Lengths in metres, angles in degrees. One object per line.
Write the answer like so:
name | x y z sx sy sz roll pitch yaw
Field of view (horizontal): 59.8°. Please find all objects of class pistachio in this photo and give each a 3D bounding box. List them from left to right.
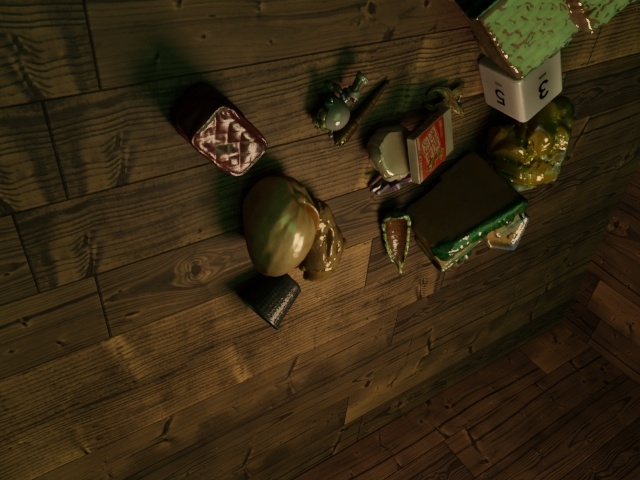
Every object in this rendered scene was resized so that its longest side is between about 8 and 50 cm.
pistachio | -0.120 -0.046 1.623 0.229 0.230 0.309 -14 136 -32

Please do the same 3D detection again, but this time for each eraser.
eraser | 0.353 -0.306 1.771 0.230 0.038 0.157 -43 134 -34

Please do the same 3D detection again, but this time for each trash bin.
trash bin | -0.155 0.182 1.835 0.161 0.175 0.175 -48 143 -14

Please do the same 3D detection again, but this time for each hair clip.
hair clip | 0.289 -0.244 1.869 0.090 0.137 0.278 40 90 -27

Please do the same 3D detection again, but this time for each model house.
model house | 0.562 -0.058 2.112 0.382 0.335 0.343 -36 140 4
model house | 0.565 -0.757 1.506 0.445 0.395 0.400 -38 128 20

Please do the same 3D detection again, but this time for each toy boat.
toy boat | 0.285 -0.009 2.079 0.108 0.099 0.293 -8 134 2

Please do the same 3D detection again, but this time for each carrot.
carrot | 0.124 -0.383 1.660 0.254 0.049 0.049 -49 141 -1

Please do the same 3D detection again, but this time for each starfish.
starfish | 0.428 -0.454 1.852 0.209 0.053 0.150 14 119 -49

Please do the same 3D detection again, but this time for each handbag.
handbag | -0.248 -0.268 1.365 0.146 0.135 0.225 -48 145 4

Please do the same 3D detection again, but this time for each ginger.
ginger | 0.000 0.000 1.822 0.189 0.126 0.354 -26 140 -14

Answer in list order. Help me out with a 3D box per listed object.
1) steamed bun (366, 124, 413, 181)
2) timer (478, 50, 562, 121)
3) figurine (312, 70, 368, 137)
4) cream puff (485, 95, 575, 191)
steamed bun | 0.226 -0.283 1.771 0.182 0.106 0.183 -9 110 -27
timer | 0.670 -0.551 1.862 0.192 0.194 0.195 -41 141 -4
figurine | 0.052 -0.387 1.557 0.197 0.093 0.147 -60 161 7
cream puff | 0.755 -0.375 2.048 0.378 0.275 0.379 12 90 -79
